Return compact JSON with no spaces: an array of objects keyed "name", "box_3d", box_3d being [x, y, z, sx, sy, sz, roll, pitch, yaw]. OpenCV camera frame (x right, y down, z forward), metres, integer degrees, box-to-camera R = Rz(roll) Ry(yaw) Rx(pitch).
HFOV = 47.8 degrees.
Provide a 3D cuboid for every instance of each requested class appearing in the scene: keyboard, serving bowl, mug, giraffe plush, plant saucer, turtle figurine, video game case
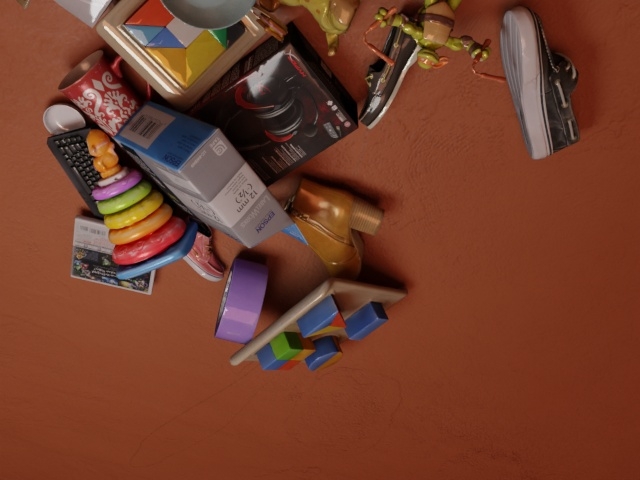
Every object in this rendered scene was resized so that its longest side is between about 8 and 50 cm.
[{"name":"keyboard","box_3d":[-0.424,-0.114,1.547,0.202,0.033,0.317,-14,131,11]},{"name":"serving bowl","box_3d":[-0.517,-0.246,1.467,0.083,0.027,0.083,-1,132,-1]},{"name":"mug","box_3d":[-0.392,-0.271,1.394,0.150,0.113,0.169,-15,130,33]},{"name":"giraffe plush","box_3d":[-0.008,-0.446,1.253,0.171,0.181,0.210,26,159,-5]},{"name":"plant saucer","box_3d":[-0.199,-0.468,1.258,0.195,0.037,0.194,-7,111,-19]},{"name":"turtle figurine","box_3d":[0.219,-0.390,1.270,0.270,0.087,0.217,14,97,-8]},{"name":"video game case","box_3d":[-0.467,0.035,1.644,0.191,0.022,0.173,14,125,-7]}]

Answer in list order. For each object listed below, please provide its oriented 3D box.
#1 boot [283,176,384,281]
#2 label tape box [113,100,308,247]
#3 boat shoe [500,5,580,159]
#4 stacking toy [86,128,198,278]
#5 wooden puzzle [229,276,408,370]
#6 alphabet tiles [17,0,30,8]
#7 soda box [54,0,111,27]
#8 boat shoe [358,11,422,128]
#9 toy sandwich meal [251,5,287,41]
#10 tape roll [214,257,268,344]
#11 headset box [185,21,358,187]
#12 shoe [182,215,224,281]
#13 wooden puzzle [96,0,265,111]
[{"name":"boot","box_3d":[0.000,0.000,1.612,0.211,0.104,0.295,19,127,-2]},{"name":"label tape box","box_3d":[-0.206,-0.094,1.404,0.115,0.249,0.347,-49,135,-14]},{"name":"boat shoe","box_3d":[0.424,-0.306,1.369,0.119,0.121,0.335,-21,135,7]},{"name":"stacking toy","box_3d":[-0.393,-0.085,1.461,0.166,0.175,0.301,-20,113,13]},{"name":"wooden puzzle","box_3d":[0.012,0.209,1.647,0.322,0.080,0.348,-41,153,26]},{"name":"alphabet tiles","box_3d":[-0.493,-0.524,1.214,0.198,0.009,0.237,44,121,7]},{"name":"soda box","box_3d":[-0.344,-0.508,1.230,0.091,0.098,0.286,35,120,-22]},{"name":"boat shoe","box_3d":[0.124,-0.321,1.373,0.069,0.081,0.227,23,116,-14]},{"name":"toy sandwich meal","box_3d":[-0.092,-0.383,1.279,0.086,0.085,0.029,32,96,-21]},{"name":"tape roll","box_3d":[-0.181,0.139,1.647,0.080,0.189,0.189,15,125,-9]},{"name":"headset box","box_3d":[-0.105,-0.243,1.412,0.293,0.110,0.218,-30,121,21]},{"name":"shoe","box_3d":[-0.265,0.019,1.639,0.081,0.063,0.178,-35,120,21]},{"name":"wooden puzzle","box_3d":[-0.247,-0.385,1.314,0.239,0.044,0.221,-43,117,6]}]
